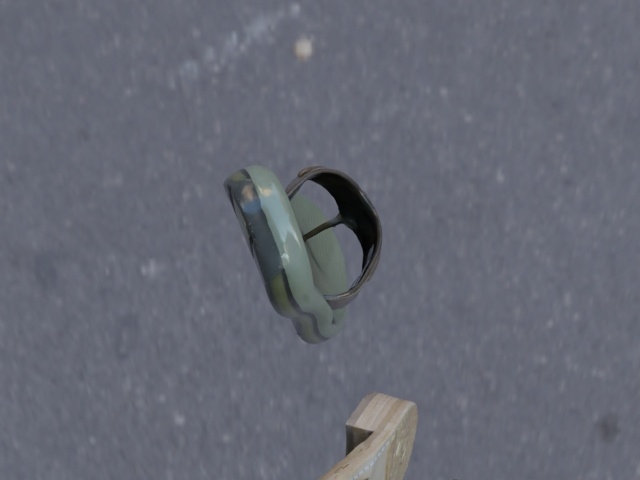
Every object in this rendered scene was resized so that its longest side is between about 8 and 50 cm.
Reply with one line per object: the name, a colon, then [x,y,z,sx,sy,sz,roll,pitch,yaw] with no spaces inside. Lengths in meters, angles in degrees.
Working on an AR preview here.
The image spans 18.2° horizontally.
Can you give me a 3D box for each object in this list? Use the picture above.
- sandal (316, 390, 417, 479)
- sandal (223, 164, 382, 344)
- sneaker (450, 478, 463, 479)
sandal: [0.029,0.145,0.892,0.079,0.088,0.240,13,28,12]
sandal: [0.001,0.001,1.344,0.086,0.303,0.120,-27,87,1]
sneaker: [0.130,0.258,1.553,0.063,0.073,0.162,16,23,-20]
